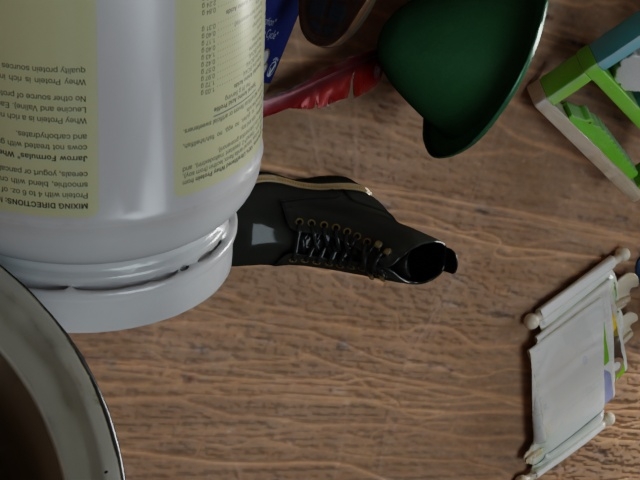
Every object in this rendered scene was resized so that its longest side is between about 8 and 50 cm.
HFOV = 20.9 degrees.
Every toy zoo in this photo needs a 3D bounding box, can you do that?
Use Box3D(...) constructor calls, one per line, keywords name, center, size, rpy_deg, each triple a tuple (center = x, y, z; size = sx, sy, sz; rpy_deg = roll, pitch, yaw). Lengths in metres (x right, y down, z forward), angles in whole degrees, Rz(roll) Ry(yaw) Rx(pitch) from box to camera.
Box3D(name="toy zoo", center=(0.359, -0.166, 1.589), size=(0.293, 0.030, 0.192), rpy_deg=(-34, 136, 19))

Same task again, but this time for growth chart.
Box3D(name="growth chart", center=(0.267, 0.132, 1.803), size=(0.172, 0.021, 0.237), rpy_deg=(-26, 129, -32))

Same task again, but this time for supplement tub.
Box3D(name="supplement tub", center=(-0.151, -0.130, 1.086), size=(0.235, 0.235, 0.325), rpy_deg=(-20, 125, -36))

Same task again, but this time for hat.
Box3D(name="hat", center=(0.057, -0.173, 1.376), size=(0.183, 0.173, 0.208), rpy_deg=(26, 52, -18))

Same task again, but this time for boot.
Box3D(name="boot", center=(0.000, 0.000, 1.381), size=(0.198, 0.137, 0.077), rpy_deg=(-15, 122, -38))
Box3D(name="boot", center=(0.058, -0.234, 1.284), size=(0.106, 0.082, 0.219), rpy_deg=(22, 90, -59))

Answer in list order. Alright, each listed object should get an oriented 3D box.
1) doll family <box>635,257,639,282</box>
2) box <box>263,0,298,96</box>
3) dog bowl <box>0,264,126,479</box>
Box3D(name="doll family", center=(0.462, 0.071, 1.848), size=(0.263, 0.163, 0.118), rpy_deg=(-20, 125, -36))
Box3D(name="box", center=(-0.035, -0.214, 1.262), size=(0.225, 0.036, 0.136), rpy_deg=(-69, 164, 9))
Box3D(name="dog bowl", center=(-0.324, 0.181, 1.016), size=(0.408, 0.408, 0.150), rpy_deg=(-37, 174, -23))
